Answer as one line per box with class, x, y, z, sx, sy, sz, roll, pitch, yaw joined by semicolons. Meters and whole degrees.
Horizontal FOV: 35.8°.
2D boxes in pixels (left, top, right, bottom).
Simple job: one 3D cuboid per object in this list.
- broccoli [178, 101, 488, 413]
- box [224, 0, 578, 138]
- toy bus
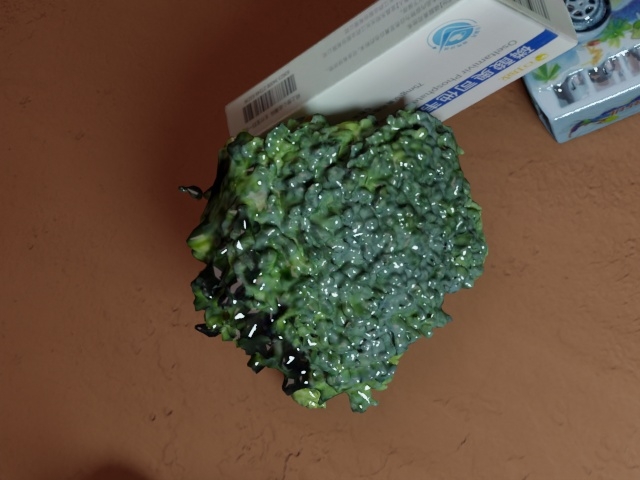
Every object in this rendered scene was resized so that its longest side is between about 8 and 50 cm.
broccoli;0.002;-0.011;1.071;0.348;0.293;0.281;-51;16;-20
box;0.080;-0.178;1.077;0.343;0.200;0.065;-28;67;36
toy bus;0.381;-0.231;1.091;0.330;0.109;0.136;-23;66;13
